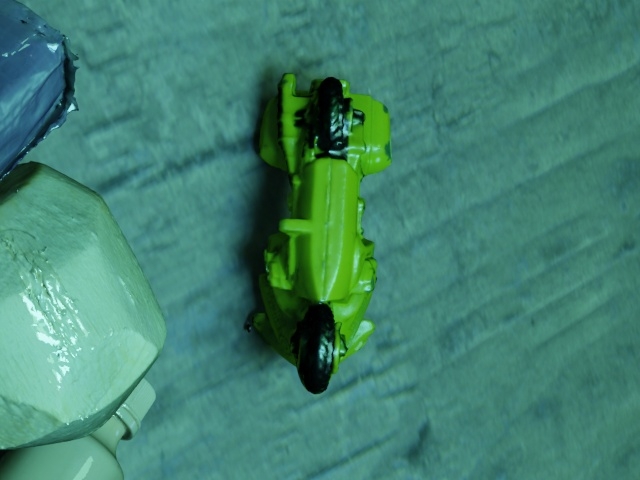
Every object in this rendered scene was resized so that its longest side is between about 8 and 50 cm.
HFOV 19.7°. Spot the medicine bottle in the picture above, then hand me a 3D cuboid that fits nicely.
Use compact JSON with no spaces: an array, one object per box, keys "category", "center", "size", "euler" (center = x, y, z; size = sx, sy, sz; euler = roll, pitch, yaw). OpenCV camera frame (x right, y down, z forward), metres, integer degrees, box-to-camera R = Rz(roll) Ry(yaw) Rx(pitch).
[{"category":"medicine bottle","center":[-0.250,0.227,1.746],"size":[0.114,0.114,0.252],"euler":[52,58,-33]}]

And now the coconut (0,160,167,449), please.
[{"category":"coconut","center":[-0.262,0.075,1.633],"size":[0.245,0.245,0.247],"euler":[-40,113,-35]}]

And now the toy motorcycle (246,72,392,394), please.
[{"category":"toy motorcycle","center":[0.002,0.000,1.944],"size":[0.142,0.206,0.342],"euler":[5,78,-13]}]

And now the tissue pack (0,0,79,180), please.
[{"category":"tissue pack","center":[-0.394,-0.083,1.501],"size":[0.343,0.242,0.125],"euler":[-52,165,-28]}]
